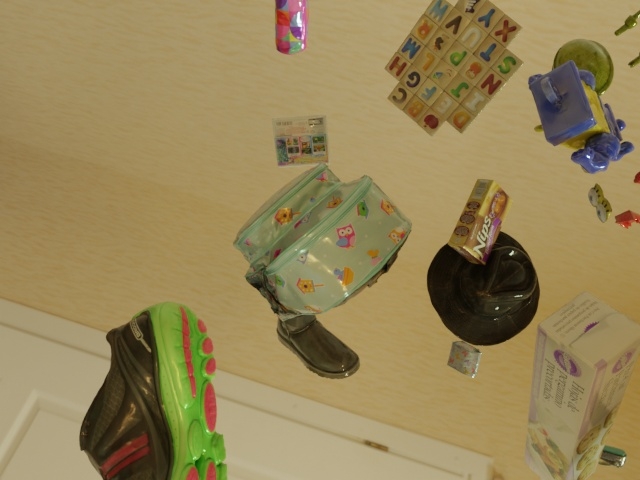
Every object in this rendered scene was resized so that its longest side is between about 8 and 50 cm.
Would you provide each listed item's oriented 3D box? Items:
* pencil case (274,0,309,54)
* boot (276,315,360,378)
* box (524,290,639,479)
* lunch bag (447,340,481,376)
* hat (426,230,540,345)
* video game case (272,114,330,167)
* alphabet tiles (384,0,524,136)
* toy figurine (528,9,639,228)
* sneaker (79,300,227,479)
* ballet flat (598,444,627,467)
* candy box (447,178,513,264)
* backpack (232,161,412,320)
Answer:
[{"bbox_3d":[-0.078,-0.641,1.365,0.104,0.105,0.236,-69,167,-45],"label":"pencil case"},{"bbox_3d":[-0.027,0.103,0.771,0.076,0.190,0.208,-37,134,-38],"label":"boot"},{"bbox_3d":[0.274,0.186,0.537,0.067,0.063,0.323,-31,134,-14],"label":"box"},{"bbox_3d":[0.383,0.311,1.292,0.083,0.053,0.070,21,-77,58],"label":"lunch bag"},{"bbox_3d":[0.449,0.109,1.250,0.134,0.332,0.330,139,-29,-72],"label":"hat"},{"bbox_3d":[-0.054,-0.287,1.426,0.019,0.158,0.143,-81,167,-66],"label":"video game case"},{"bbox_3d":[0.341,-0.459,1.295,0.342,0.285,0.011,-51,171,32],"label":"alphabet tiles"},{"bbox_3d":[0.396,-0.216,0.707,0.191,0.218,0.362,-32,-128,49],"label":"toy figurine"},{"bbox_3d":[-0.278,0.347,0.812,0.185,0.203,0.482,51,29,-60],"label":"sneaker"},{"bbox_3d":[0.497,0.387,0.909,0.041,0.115,0.041,-14,109,-46],"label":"ballet flat"},{"bbox_3d":[0.398,-0.046,1.222,0.053,0.109,0.186,14,-106,52],"label":"candy box"},{"bbox_3d":[0.000,0.000,0.544,0.166,0.144,0.188,-42,-166,-20],"label":"backpack"}]
